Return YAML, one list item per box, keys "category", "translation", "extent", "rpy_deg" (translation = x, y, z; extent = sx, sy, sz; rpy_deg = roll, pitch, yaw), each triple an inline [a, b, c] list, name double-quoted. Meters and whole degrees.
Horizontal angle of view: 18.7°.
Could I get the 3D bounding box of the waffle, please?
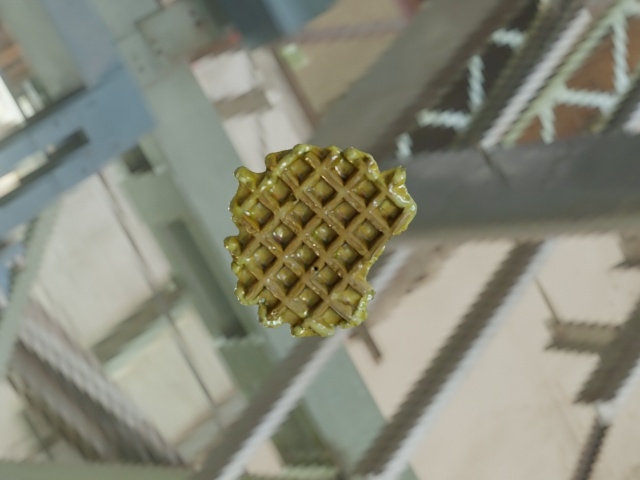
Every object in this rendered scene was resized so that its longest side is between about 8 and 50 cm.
- category: "waffle"
  translation: [-0.002, 0.001, 0.816]
  extent: [0.078, 0.085, 0.016]
  rpy_deg: [12, -168, 8]
